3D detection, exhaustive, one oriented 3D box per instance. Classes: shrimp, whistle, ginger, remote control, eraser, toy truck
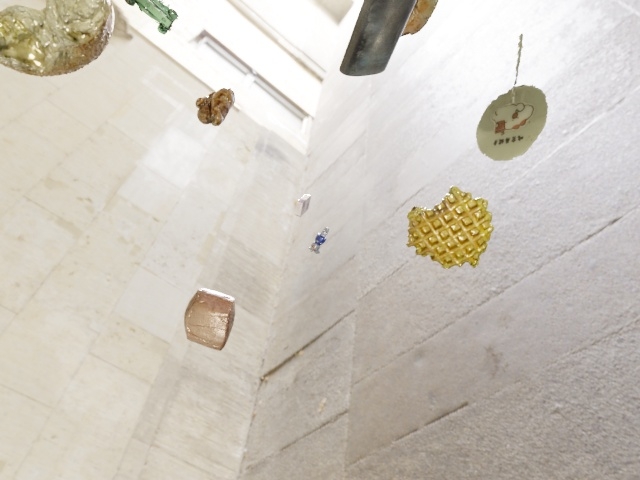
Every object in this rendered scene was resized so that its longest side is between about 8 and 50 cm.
[{"bbox_3d":[0.195,-0.524,1.120,0.294,0.062,0.154,146,116,-73],"label":"shrimp"},{"bbox_3d":[0.000,0.000,1.316,0.083,0.033,0.029,-57,14,22],"label":"whistle"},{"bbox_3d":[-0.322,-0.400,1.472,0.103,0.073,0.162,-3,45,18],"label":"ginger"},{"bbox_3d":[0.129,-0.419,0.751,0.107,0.044,0.377,-24,-25,-34],"label":"remote control"},{"bbox_3d":[-0.069,-0.138,1.943,0.105,0.026,0.065,-49,-23,-62],"label":"eraser"},{"bbox_3d":[-0.482,-0.683,1.430,0.080,0.154,0.078,-34,29,37],"label":"toy truck"}]

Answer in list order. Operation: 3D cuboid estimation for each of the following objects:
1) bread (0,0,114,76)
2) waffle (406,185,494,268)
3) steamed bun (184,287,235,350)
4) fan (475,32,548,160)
[{"bbox_3d":[-0.654,-0.503,1.232,0.314,0.171,0.192,-31,5,-12],"label":"bread"},{"bbox_3d":[0.392,-0.036,1.524,0.291,0.291,0.051,-41,6,34],"label":"waffle"},{"bbox_3d":[-0.327,0.228,1.468,0.106,0.145,0.175,-67,-5,-69],"label":"steamed bun"},{"bbox_3d":[0.453,-0.343,1.166,0.191,0.009,0.329,0,76,56],"label":"fan"}]
